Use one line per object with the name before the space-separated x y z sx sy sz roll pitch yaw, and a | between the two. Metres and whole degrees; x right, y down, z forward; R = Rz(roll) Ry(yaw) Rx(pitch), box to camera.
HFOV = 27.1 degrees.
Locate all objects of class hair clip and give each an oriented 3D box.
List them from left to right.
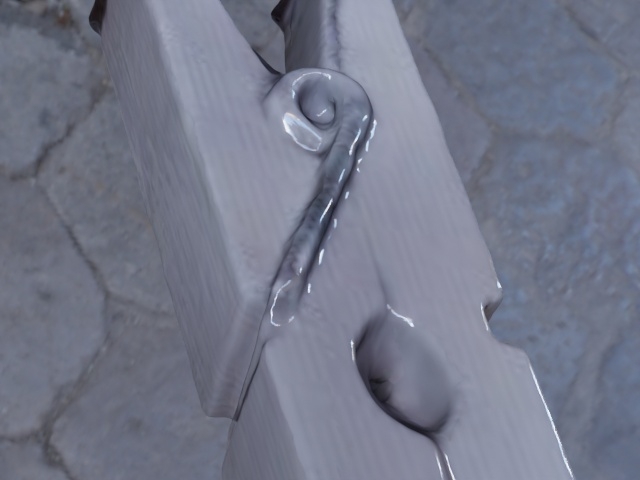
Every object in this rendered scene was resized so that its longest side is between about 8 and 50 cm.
hair clip | -0.002 0.004 0.449 0.101 0.085 0.331 4 47 -25
